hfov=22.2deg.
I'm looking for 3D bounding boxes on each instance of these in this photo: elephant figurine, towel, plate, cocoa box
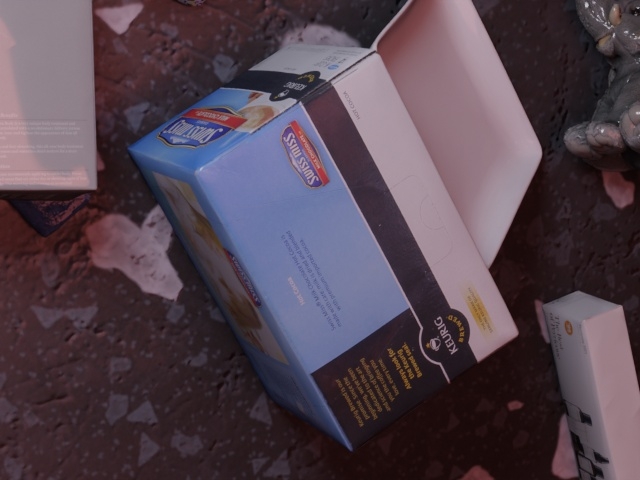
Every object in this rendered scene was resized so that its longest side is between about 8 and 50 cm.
[{"bbox_3d":[0.380,-0.204,1.893,0.186,0.169,0.239,30,67,-54],"label":"elephant figurine"},{"bbox_3d":[-0.295,-0.065,1.664,0.067,0.029,0.119,-43,113,-12],"label":"towel"},{"bbox_3d":[0.142,-0.142,1.774,0.277,0.045,0.278,61,33,-20],"label":"plate"},{"bbox_3d":[0.000,0.000,1.697,0.228,0.231,0.347,-34,110,-15],"label":"cocoa box"}]

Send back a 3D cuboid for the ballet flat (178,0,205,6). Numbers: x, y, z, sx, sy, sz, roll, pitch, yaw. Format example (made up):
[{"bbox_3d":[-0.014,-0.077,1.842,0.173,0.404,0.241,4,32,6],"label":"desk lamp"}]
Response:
[{"bbox_3d":[-0.157,-0.285,1.686,0.114,0.041,0.041,45,79,-24],"label":"ballet flat"}]

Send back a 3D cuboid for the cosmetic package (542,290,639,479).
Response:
[{"bbox_3d":[0.335,0.188,1.955,0.060,0.099,0.239,-20,105,-21],"label":"cosmetic package"}]

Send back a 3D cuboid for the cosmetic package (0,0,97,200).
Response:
[{"bbox_3d":[-0.291,-0.161,1.592,0.127,0.107,0.238,1,85,-24],"label":"cosmetic package"}]
